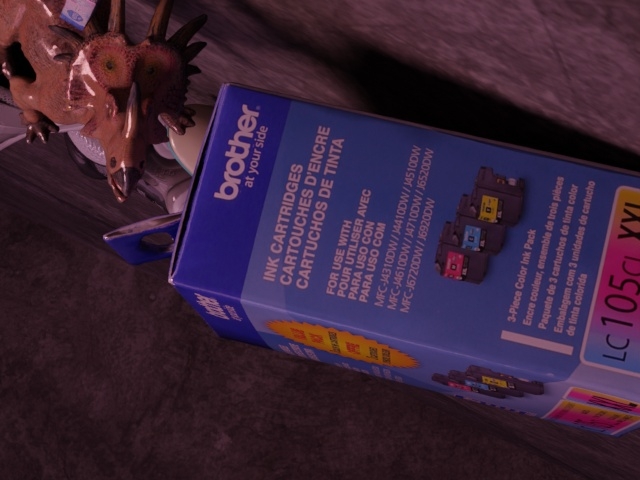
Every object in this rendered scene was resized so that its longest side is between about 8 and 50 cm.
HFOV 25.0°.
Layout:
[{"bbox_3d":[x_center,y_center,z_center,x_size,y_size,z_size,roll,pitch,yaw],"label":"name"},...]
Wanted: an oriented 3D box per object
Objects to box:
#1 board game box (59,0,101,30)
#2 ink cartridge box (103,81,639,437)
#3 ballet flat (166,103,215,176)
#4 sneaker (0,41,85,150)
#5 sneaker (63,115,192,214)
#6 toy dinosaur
[{"bbox_3d":[-0.127,-0.178,0.886,0.020,0.090,0.090,31,171,-10],"label":"board game box"},{"bbox_3d":[0.054,0.017,1.031,0.395,0.151,0.270,15,169,7],"label":"ink cartridge box"},{"bbox_3d":[-0.042,-0.063,1.382,0.086,0.086,0.248,19,169,42],"label":"ballet flat"},{"bbox_3d":[-0.311,-0.136,1.311,0.115,0.281,0.105,76,172,-69],"label":"sneaker"},{"bbox_3d":[-0.173,-0.080,1.572,0.268,0.101,0.153,37,169,-21],"label":"sneaker"},{"bbox_3d":[-0.181,-0.162,1.047,0.295,0.127,0.200,52,161,7],"label":"toy dinosaur"}]
